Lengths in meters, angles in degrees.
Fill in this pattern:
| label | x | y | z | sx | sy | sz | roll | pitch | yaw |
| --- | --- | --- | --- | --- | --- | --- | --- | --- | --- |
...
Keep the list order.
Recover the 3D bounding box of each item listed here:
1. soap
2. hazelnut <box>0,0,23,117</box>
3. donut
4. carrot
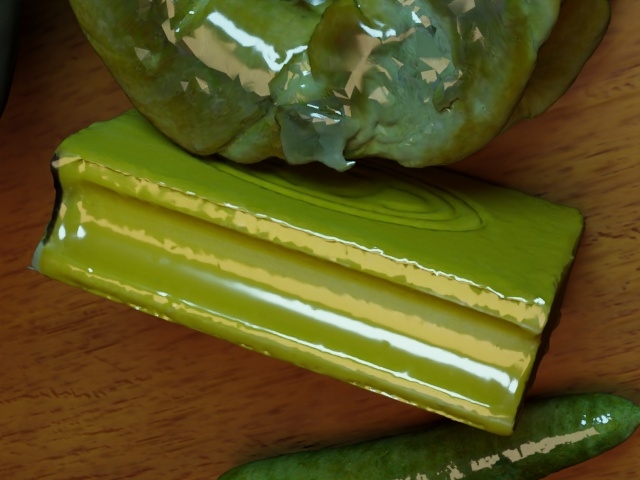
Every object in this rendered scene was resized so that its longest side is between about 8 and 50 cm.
| label | x | y | z | sx | sy | sz | roll | pitch | yaw |
| --- | --- | --- | --- | --- | --- | --- | --- | --- | --- |
| soap | -0.001 | 0.000 | 0.899 | 0.324 | 0.204 | 0.096 | 18 | 111 | 11 |
| hazelnut | -0.370 | -0.177 | 0.852 | 0.402 | 0.402 | 0.429 | 23 | 109 | 8 |
| donut | 0.009 | -0.199 | 0.812 | 0.360 | 0.170 | 0.360 | 8 | 115 | 17 |
| carrot | 0.073 | 0.172 | 1.039 | 0.358 | 0.074 | 0.074 | -18 | 108 | 24 |
